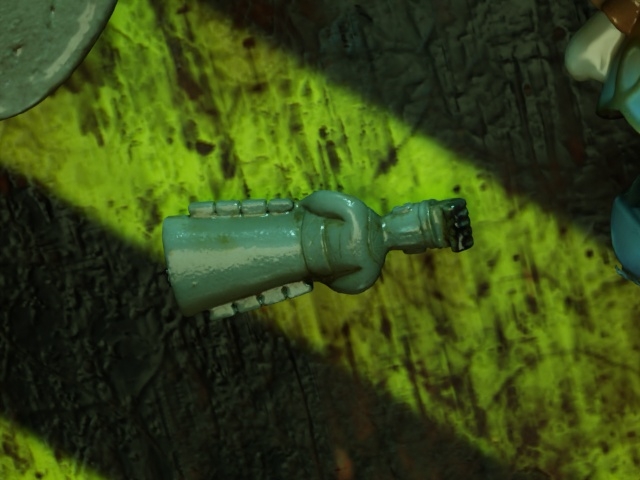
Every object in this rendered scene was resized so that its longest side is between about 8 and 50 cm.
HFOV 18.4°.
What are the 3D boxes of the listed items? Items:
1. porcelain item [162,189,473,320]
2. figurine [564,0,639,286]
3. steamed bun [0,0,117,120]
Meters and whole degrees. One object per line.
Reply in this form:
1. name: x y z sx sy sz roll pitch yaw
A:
1. porcelain item: 0.000 0.000 1.374 0.213 0.054 0.084 -10 108 11
2. figurine: 0.239 -0.193 1.179 0.277 0.248 0.388 -2 122 35
3. steamed bun: -0.213 -0.244 1.227 0.199 0.251 0.301 -12 113 3
